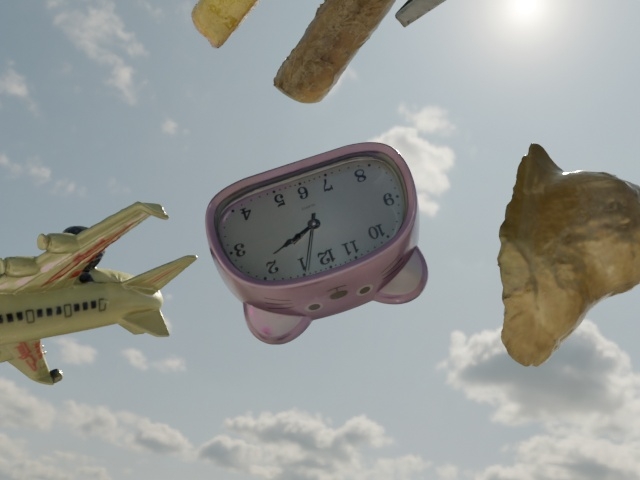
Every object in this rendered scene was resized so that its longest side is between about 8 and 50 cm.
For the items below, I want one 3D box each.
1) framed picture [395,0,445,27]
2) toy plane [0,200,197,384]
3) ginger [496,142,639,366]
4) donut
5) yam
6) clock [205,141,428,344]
[{"bbox_3d":[0.155,-0.235,0.428,0.019,0.209,0.281,43,-3,-12],"label":"framed picture"},{"bbox_3d":[-0.232,0.048,0.583,0.256,0.104,0.242,11,-49,-41],"label":"toy plane"},{"bbox_3d":[0.218,0.024,0.580,0.122,0.193,0.115,6,-29,29],"label":"ginger"},{"bbox_3d":[-0.128,-0.369,1.053,0.074,0.190,0.174,41,-65,-16],"label":"donut"},{"bbox_3d":[0.052,-0.247,0.654,0.066,0.066,0.300,25,-55,-23],"label":"yam"},{"bbox_3d":[0.000,0.000,0.481,0.152,0.110,0.050,-18,-20,-2],"label":"clock"}]
